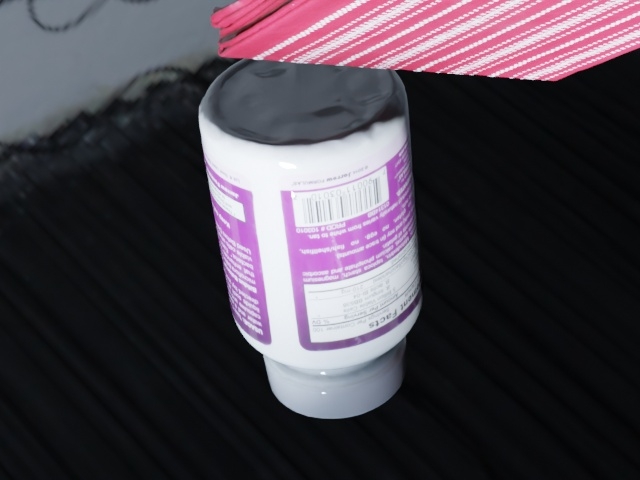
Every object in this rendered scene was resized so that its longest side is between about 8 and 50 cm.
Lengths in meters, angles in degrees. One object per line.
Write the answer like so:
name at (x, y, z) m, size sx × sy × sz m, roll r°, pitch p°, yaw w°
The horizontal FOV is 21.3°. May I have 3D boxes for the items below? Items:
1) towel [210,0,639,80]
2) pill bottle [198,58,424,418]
towel at (0.091, -0.142, 1.048) m, size 0.275 × 0.199 × 0.031 m, roll 1°, pitch 81°, yaw -28°
pill bottle at (0.000, 0.000, 1.427) m, size 0.169 × 0.169 × 0.301 m, roll -30°, pitch 133°, yaw -27°
